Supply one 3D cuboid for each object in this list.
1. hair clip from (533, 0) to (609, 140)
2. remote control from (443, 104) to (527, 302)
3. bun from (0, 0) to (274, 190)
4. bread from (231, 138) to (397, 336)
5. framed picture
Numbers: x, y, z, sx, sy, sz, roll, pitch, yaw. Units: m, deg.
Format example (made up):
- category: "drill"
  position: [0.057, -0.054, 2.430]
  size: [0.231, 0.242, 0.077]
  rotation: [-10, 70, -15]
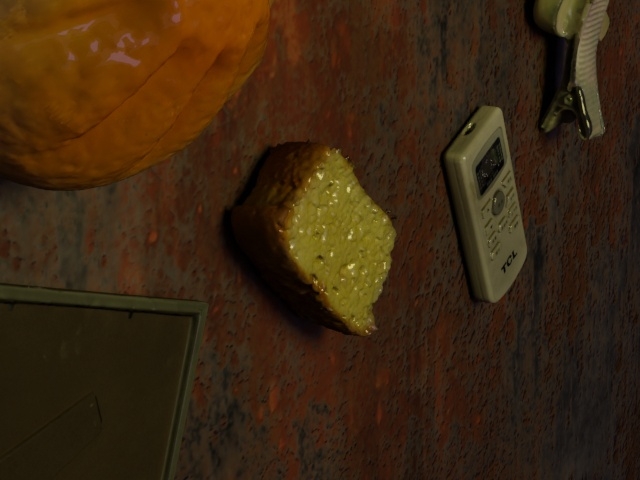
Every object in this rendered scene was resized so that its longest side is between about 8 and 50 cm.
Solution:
- category: "hair clip"
  position: [0.266, -0.215, 1.481]
  size: [0.159, 0.071, 0.219]
  rotation: [-31, 130, -54]
- category: "remote control"
  position: [0.161, -0.030, 1.406]
  size: [0.087, 0.029, 0.190]
  rotation: [-50, 139, -38]
- category: "bun"
  position: [-0.107, -0.175, 0.801]
  size: [0.299, 0.164, 0.299]
  rotation: [-28, 124, -54]
- category: "bread"
  position: [0.000, 0.000, 1.125]
  size: [0.187, 0.065, 0.103]
  rotation: [44, 60, -52]
- category: "framed picture"
  position: [-0.163, 0.120, 0.943]
  size: [0.250, 0.016, 0.184]
  rotation: [8, 93, -58]
